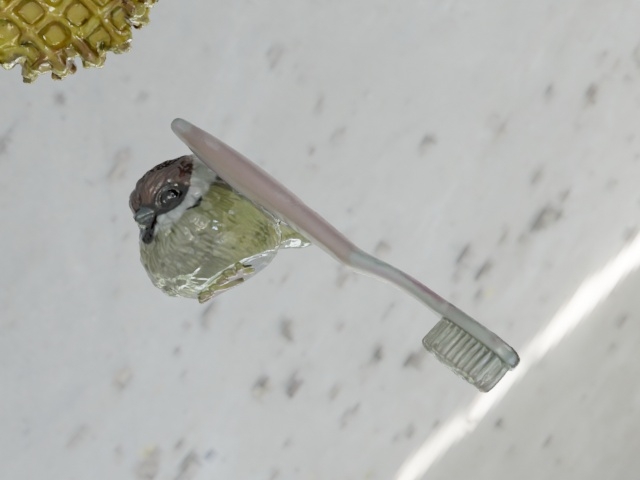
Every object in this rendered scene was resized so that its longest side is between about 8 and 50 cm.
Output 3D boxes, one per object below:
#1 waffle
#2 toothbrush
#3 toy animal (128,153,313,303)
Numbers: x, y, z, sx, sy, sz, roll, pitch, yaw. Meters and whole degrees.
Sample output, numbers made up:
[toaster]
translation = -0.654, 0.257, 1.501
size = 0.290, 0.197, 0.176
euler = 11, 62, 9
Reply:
[waffle]
translation = -0.227, -0.229, 1.333
size = 0.070, 0.197, 0.193
euler = -74, 155, -83
[toothbrush]
translation = 0.000, 0.000, 0.938
size = 0.029, 0.307, 0.025
euler = -46, 142, -10
[toy animal]
translation = -0.066, -0.016, 1.066
size = 0.137, 0.098, 0.098
euler = -19, 137, -45
